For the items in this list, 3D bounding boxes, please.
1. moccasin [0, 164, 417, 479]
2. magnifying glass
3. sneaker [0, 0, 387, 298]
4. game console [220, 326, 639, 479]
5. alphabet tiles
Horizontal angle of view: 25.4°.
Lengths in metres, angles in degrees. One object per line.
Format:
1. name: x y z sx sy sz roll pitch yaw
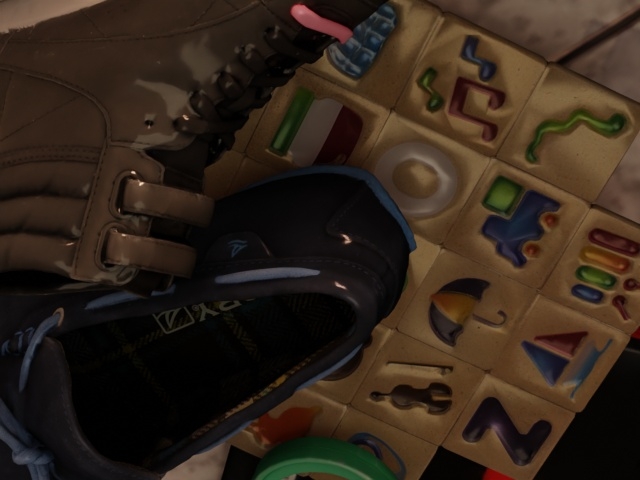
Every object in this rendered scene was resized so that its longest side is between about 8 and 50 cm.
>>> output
1. moccasin: -0.114 0.066 0.727 0.342 0.117 0.137 -34 108 21
2. magnifying glass: 0.019 0.208 0.848 0.092 0.026 0.231 -5 126 16
3. sneaker: -0.048 -0.057 0.631 0.296 0.146 0.104 -18 166 21
4. game console: 0.101 0.190 0.893 0.342 0.060 0.386 14 119 -5
5. alphabet tiles: 0.000 0.000 0.752 0.343 0.011 0.285 25 117 -6
